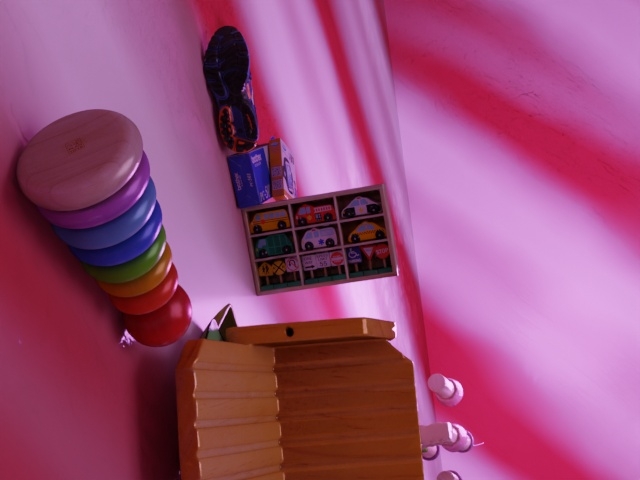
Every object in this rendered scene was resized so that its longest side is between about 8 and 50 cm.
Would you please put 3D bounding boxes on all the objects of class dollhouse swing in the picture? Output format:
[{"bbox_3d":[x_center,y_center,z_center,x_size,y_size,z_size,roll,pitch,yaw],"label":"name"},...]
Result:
[{"bbox_3d":[-0.012,0.280,1.325,0.305,0.315,0.347,73,13,-79],"label":"dollhouse swing"}]

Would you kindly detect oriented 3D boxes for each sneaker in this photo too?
[{"bbox_3d":[-0.156,-0.266,1.682,0.087,0.083,0.221,-92,177,-81],"label":"sneaker"}]

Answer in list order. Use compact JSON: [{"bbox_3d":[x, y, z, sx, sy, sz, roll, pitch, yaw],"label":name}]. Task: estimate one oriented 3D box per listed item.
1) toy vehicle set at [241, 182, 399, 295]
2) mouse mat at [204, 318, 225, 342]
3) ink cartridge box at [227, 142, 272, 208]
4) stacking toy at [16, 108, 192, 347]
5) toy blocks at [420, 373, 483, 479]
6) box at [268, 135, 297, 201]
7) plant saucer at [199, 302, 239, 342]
[{"bbox_3d":[0.000,0.000,1.722,0.035,0.266,0.166,-33,113,-75],"label":"toy vehicle set"},{"bbox_3d":[-0.142,0.228,1.381,0.153,0.007,0.190,-79,156,-51],"label":"mouse mat"},{"bbox_3d":[-0.114,-0.127,1.792,0.207,0.046,0.097,-42,121,-73],"label":"ink cartridge box"},{"bbox_3d":[-0.228,0.008,1.131,0.330,0.141,0.141,72,17,-47],"label":"stacking toy"},{"bbox_3d":[0.216,0.497,2.229,0.260,0.288,0.309,42,38,-60],"label":"toy blocks"},{"bbox_3d":[-0.071,-0.131,1.812,0.081,0.028,0.136,46,38,-64],"label":"box"},{"bbox_3d":[-0.155,0.221,1.443,0.188,0.045,0.189,-69,148,-62],"label":"plant saucer"}]
